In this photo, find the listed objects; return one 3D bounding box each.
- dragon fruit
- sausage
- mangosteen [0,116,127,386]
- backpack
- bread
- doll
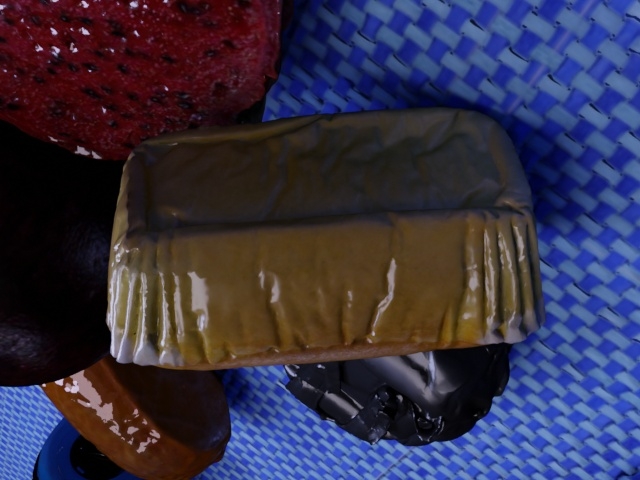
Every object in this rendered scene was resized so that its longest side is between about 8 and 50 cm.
[{"bbox_3d":[-0.130,-0.166,0.678,0.317,0.152,0.205,-1,147,23],"label":"dragon fruit"},{"bbox_3d":[-0.208,0.155,1.047,0.141,0.153,0.268,-19,115,48],"label":"sausage"},{"bbox_3d":[-0.310,0.014,0.830,0.307,0.347,0.307,35,171,6],"label":"mangosteen"},{"bbox_3d":[0.049,0.092,0.802,0.206,0.133,0.258,38,150,8],"label":"backpack"},{"bbox_3d":[0.000,0.000,0.632,0.288,0.152,0.119,-5,133,-4],"label":"bread"},{"bbox_3d":[-0.293,0.375,1.289,0.284,0.240,0.310,38,140,26],"label":"doll"}]
